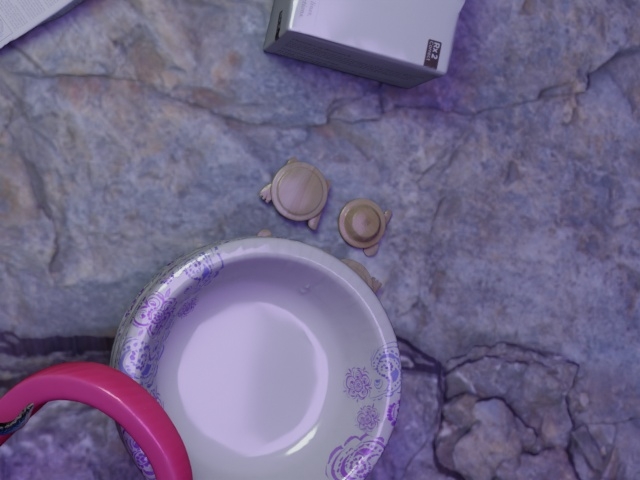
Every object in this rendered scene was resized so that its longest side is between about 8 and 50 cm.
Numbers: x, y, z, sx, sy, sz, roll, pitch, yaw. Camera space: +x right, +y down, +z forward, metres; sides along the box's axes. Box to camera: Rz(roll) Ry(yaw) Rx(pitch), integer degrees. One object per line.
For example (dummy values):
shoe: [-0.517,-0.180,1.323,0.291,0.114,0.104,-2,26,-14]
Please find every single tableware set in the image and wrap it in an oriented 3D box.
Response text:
tableware set: [0.000,0.000,1.216,0.168,0.020,0.141,25,82,-15]

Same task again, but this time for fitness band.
fitness band: [-0.246,0.240,1.037,0.291,0.054,0.209,-42,85,26]

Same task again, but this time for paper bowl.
paper bowl: [-0.071,0.138,1.126,0.284,0.148,0.284,0,88,-16]

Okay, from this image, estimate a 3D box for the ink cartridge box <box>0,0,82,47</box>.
ink cartridge box: [-0.324,-0.277,1.126,0.179,0.045,0.145,-33,99,4]

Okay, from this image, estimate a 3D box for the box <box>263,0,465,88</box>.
box: [0.052,-0.274,1.183,0.181,0.119,0.181,13,85,-16]

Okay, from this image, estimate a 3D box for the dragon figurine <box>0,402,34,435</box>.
dragon figurine: [-0.398,0.135,1.006,0.144,0.289,0.085,25,83,-53]
